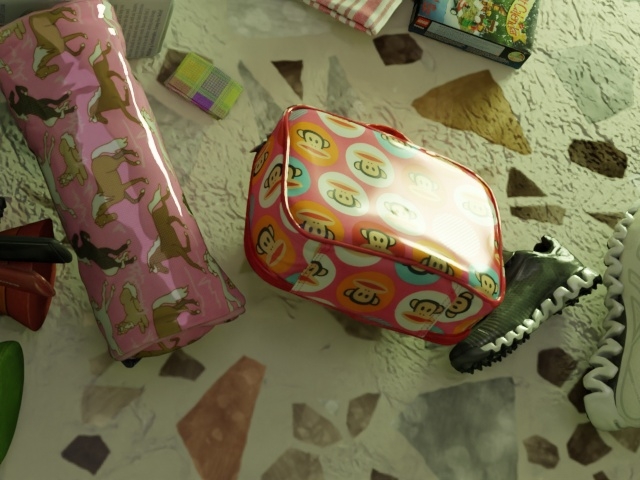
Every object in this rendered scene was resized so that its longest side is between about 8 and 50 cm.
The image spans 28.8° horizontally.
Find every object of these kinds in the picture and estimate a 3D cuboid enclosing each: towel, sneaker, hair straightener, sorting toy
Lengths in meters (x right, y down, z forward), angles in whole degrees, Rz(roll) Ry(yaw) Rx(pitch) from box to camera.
[{"bbox_3d":[0.021,-0.354,1.590,0.197,0.029,0.144,29,64,8],"label":"towel"},{"bbox_3d":[0.223,0.069,1.476,0.234,0.078,0.106,-32,77,-28],"label":"sneaker"},{"bbox_3d":[0.394,0.088,1.478,0.110,0.118,0.292,37,59,-49],"label":"sneaker"},{"bbox_3d":[-0.344,-0.001,1.266,0.230,0.047,0.089,7,59,31],"label":"hair straightener"},{"bbox_3d":[-0.141,-0.187,1.506,0.083,0.009,0.060,32,63,-3],"label":"towel"},{"bbox_3d":[-0.366,0.134,1.252,0.126,0.127,0.366,9,60,0],"label":"sorting toy"}]

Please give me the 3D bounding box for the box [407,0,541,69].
[{"bbox_3d":[0.217,-0.357,1.655,0.159,0.044,0.233,17,66,-9],"label":"box"}]

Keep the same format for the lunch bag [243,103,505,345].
[{"bbox_3d":[0.063,-0.035,1.404,0.293,0.120,0.258,21,43,-19],"label":"lunch bag"}]

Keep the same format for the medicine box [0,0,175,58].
[{"bbox_3d":[-0.334,-0.354,1.439,0.289,0.149,0.263,-4,71,-17],"label":"medicine box"}]

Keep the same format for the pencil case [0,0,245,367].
[{"bbox_3d":[-0.219,-0.066,1.316,0.160,0.167,0.386,-25,91,-41],"label":"pencil case"}]
